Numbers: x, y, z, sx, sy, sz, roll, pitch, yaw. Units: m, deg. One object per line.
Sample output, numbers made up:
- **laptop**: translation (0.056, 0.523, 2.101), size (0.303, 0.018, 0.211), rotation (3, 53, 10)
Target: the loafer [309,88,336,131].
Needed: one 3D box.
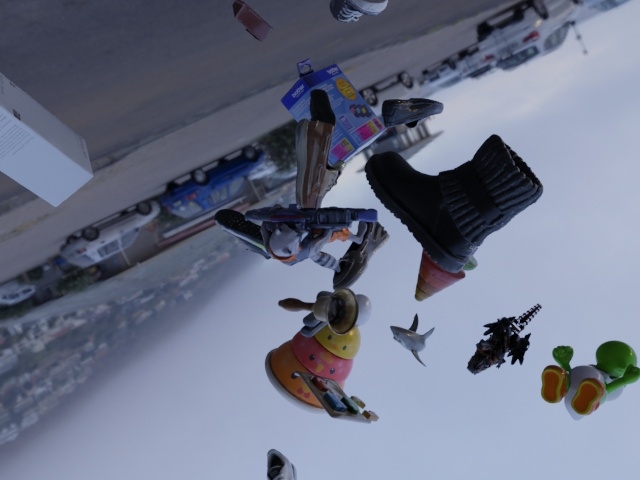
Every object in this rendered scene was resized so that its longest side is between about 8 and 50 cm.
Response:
- **loafer**: translation (0.006, -0.418, 2.138), size (0.080, 0.219, 0.078), rotation (1, 146, -8)

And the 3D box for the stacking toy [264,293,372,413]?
- **stacking toy**: translation (0.034, 0.394, 2.423), size (0.479, 0.351, 0.350), rotation (-57, 177, 18)

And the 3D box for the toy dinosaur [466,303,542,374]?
- **toy dinosaur**: translation (0.630, 0.335, 2.169), size (0.321, 0.164, 0.218), rotation (-64, 167, -5)

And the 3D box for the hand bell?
- **hand bell**: translation (-0.026, 0.184, 1.717), size (0.242, 0.126, 0.126), rotation (0, -157, 44)

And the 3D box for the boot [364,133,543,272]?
- **boot**: translation (0.270, -0.134, 1.306), size (0.131, 0.348, 0.260), rotation (-2, 136, -50)

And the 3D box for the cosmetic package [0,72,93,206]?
- **cosmetic package**: translation (-0.815, -0.288, 1.679), size (0.156, 0.385, 0.217), rotation (-39, -132, 8)

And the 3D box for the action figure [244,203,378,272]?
- **action figure**: translation (0.000, 0.000, 1.544), size (0.342, 0.178, 0.330), rotation (1, -179, 29)

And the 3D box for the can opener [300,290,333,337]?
- **can opener**: translation (-0.007, 0.240, 2.123), size (0.095, 0.075, 0.283), rotation (20, -159, 20)

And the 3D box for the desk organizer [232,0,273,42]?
- **desk organizer**: translation (-0.198, -0.617, 1.760), size (0.050, 0.047, 0.130), rotation (-55, 143, 5)

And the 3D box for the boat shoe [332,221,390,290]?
- **boat shoe**: translation (0.106, 0.040, 1.936), size (0.112, 0.095, 0.335), rotation (-32, -169, 42)

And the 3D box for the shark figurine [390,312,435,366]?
- **shark figurine**: translation (0.326, 0.313, 2.050), size (0.116, 0.166, 0.278), rotation (-47, 166, 8)

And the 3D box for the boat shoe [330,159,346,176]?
- **boat shoe**: translation (0.044, -0.235, 2.218), size (0.135, 0.050, 0.045), rotation (-48, -165, 56)

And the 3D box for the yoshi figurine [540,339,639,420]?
- **yoshi figurine**: translation (0.768, 0.362, 1.739), size (0.362, 0.203, 0.203), rotation (1, 149, -46)

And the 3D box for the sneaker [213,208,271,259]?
- **sneaker**: translation (-0.233, -0.008, 1.938), size (0.084, 0.235, 0.097), rotation (-54, 171, -46)

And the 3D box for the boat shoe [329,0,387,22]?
- **boat shoe**: translation (0.110, -0.714, 1.886), size (0.127, 0.158, 0.340), rotation (1, -138, -13)

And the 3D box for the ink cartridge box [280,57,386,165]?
- **ink cartridge box**: translation (0.035, -0.502, 2.381), size (0.151, 0.395, 0.270), rotation (-39, -178, 40)

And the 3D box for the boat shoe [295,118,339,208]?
- **boat shoe**: translation (-0.008, -0.178, 1.762), size (0.117, 0.324, 0.123), rotation (1, -161, 4)

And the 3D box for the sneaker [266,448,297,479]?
- **sneaker**: translation (-0.100, 0.656, 1.624), size (0.090, 0.094, 0.235), rotation (-23, -144, -2)

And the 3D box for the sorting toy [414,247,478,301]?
- **sorting toy**: translation (0.321, 0.078, 1.639), size (0.126, 0.127, 0.366), rotation (-58, 165, 22)

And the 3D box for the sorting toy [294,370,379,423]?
- **sorting toy**: translation (0.071, 0.514, 2.050), size (0.041, 0.229, 0.307), rotation (-54, 141, 6)

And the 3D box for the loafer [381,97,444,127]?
- **loafer**: translation (0.252, -0.349, 1.716), size (0.223, 0.078, 0.076), rotation (-13, -154, -38)
